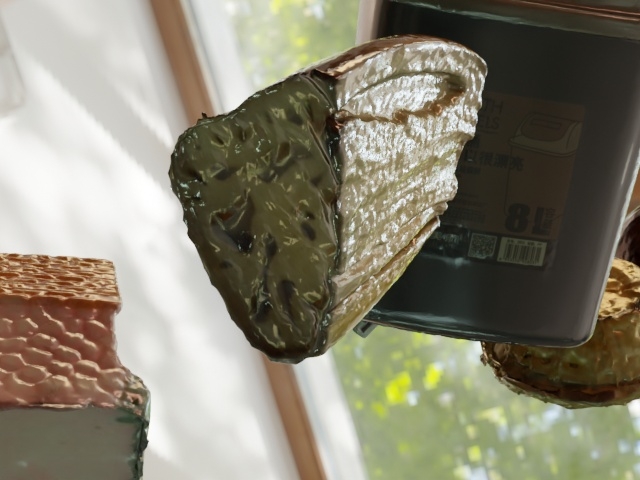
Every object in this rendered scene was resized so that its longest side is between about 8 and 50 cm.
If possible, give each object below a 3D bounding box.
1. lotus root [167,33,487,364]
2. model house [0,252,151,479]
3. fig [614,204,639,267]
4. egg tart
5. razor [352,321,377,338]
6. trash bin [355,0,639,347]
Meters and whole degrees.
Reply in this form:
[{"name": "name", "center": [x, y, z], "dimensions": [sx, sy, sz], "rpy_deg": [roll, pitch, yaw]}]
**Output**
[{"name": "lotus root", "center": [0.001, -0.032, 0.763], "dimensions": [0.095, 0.159, 0.135], "rpy_deg": [32, -148, 24]}, {"name": "model house", "center": [-0.272, 0.136, 1.598], "dimensions": [0.202, 0.237, 0.237], "rpy_deg": [-1, -133, -12]}, {"name": "fig", "center": [0.347, 0.016, 1.745], "dimensions": [0.128, 0.128, 0.150], "rpy_deg": [-30, -161, -34]}, {"name": "egg tart", "center": [0.248, 0.075, 1.615], "dimensions": [0.213, 0.090, 0.212], "rpy_deg": [-8, -152, 4]}, {"name": "razor", "center": [0.001, -0.001, 1.798], "dimensions": [0.084, 0.211, 0.036], "rpy_deg": [-46, 172, 9]}, {"name": "trash bin", "center": [0.112, -0.090, 1.096], "dimensions": [0.210, 0.290, 0.182], "rpy_deg": [8, -163, -6]}]
